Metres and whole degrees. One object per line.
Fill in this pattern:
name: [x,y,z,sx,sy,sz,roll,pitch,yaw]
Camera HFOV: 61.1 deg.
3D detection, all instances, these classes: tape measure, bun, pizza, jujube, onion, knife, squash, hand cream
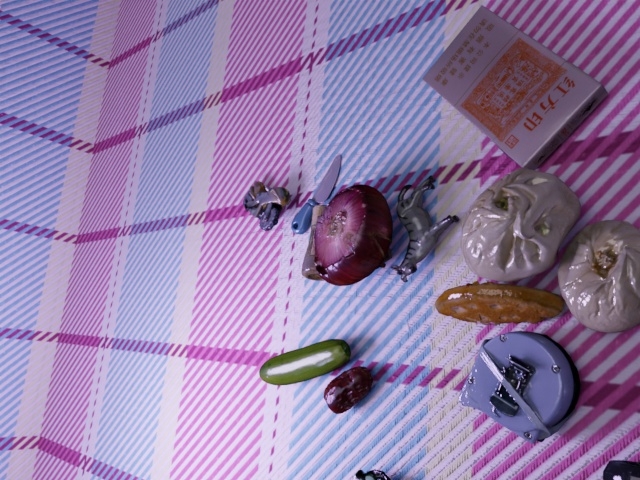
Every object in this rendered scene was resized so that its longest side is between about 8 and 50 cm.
tape measure: [0.359,0.251,0.968,0.182,0.107,0.181,21,99,47]
bun: [0.355,-0.036,0.996,0.229,0.145,0.230,-22,47,26]
pizza: [0.330,0.114,1.037,0.246,0.127,0.058,-14,46,48]
jujube: [0.063,0.338,1.239,0.129,0.077,0.077,-45,51,17]
onion: [0.077,-0.009,1.271,0.248,0.161,0.248,-21,54,33]
bun: [0.480,0.059,0.905,0.164,0.111,0.188,35,105,46]
knife: [-0.003,-0.120,1.474,0.244,0.032,0.058,-56,45,10]
squash: [-0.036,0.303,1.337,0.292,0.082,0.082,-25,62,34]
hand cream: [0.000,0.000,1.405,0.084,0.084,0.203,-15,60,39]

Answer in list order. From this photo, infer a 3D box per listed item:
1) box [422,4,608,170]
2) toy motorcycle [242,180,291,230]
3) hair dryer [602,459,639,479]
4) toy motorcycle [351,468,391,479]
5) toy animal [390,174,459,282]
box: [0.390,-0.327,1.145,0.205,0.051,0.365,-50,50,20]
toy motorcycle: [-0.155,-0.116,1.574,0.130,0.094,0.229,-57,35,9]
hair dryer: [0.394,0.441,0.891,0.352,0.107,0.189,-11,68,47]
toy motorcycle: [0.064,0.641,1.123,0.196,0.125,0.332,-5,71,44]
toy animal: [0.214,-0.030,1.207,0.176,0.073,0.217,-37,52,26]
